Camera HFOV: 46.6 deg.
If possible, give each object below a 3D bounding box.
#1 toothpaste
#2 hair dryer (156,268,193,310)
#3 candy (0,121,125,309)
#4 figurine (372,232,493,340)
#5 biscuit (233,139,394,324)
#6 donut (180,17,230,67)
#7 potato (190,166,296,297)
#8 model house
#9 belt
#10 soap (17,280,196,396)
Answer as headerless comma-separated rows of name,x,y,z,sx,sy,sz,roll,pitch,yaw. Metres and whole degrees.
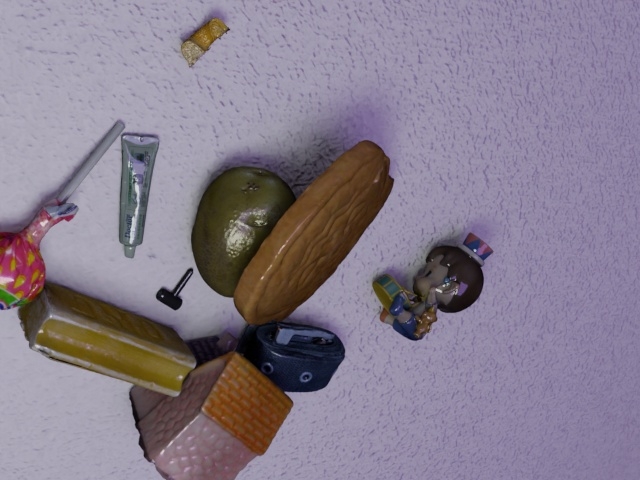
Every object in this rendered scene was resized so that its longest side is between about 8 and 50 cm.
toothpaste,-0.321,-0.074,1.288,0.064,0.041,0.218,3,105,-22
hair dryer,-0.266,0.087,1.392,0.047,0.026,0.083,39,86,-35
candy,-0.436,-0.048,1.213,0.124,0.124,0.365,44,77,-34
figurine,0.251,0.093,1.597,0.275,0.161,0.158,-32,86,-15
biscuit,0.002,0.001,1.347,0.385,0.062,0.365,-51,165,-1
donut,-0.194,-0.332,1.231,0.083,0.067,0.038,-34,109,28
potato,-0.142,-0.008,1.339,0.174,0.159,0.251,25,110,11
model house,-0.196,0.311,1.388,0.237,0.237,0.202,-44,120,-1
belt,-0.046,0.224,1.500,0.218,0.122,0.128,13,118,-36
soap,-0.367,0.169,1.283,0.274,0.173,0.089,28,92,-34
